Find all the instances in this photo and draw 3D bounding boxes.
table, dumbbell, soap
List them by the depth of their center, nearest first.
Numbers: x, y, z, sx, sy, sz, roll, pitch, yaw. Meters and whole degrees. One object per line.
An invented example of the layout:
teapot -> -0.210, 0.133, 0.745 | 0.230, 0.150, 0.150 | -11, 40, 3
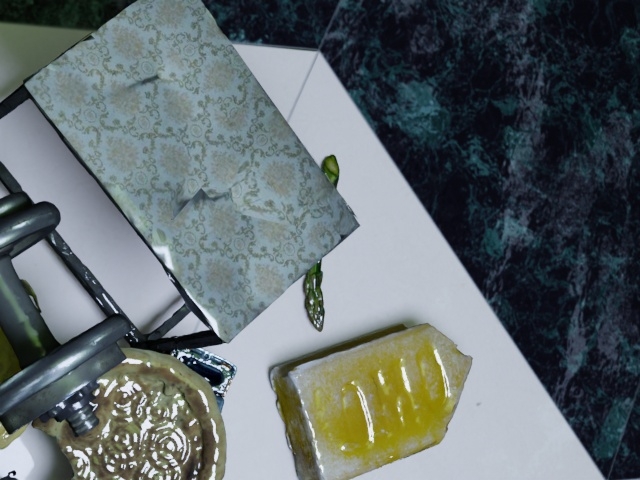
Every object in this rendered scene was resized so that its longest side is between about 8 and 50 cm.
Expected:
dumbbell -> -0.314, 0.073, 1.353 | 0.192, 0.192, 0.290 | -32, 92, -26
table -> -0.186, -0.070, 1.476 | 0.222, 0.272, 0.335 | -42, 104, -28
soap -> 0.077, 0.202, 1.700 | 0.258, 0.080, 0.160 | -17, 94, -27

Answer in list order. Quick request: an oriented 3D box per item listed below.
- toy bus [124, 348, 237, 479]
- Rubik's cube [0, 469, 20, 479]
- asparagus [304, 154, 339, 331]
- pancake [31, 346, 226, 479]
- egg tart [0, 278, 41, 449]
toy bus -> -0.174, 0.215, 1.554 | 0.091, 0.103, 0.182 | 25, 78, -10
Rubik's cube -> -0.313, 0.488, 1.311 | 0.359, 0.362, 0.363 | -39, 103, -25
asparagus -> 0.000, 0.000, 1.710 | 0.034, 0.027, 0.236 | 9, 80, -15
pancake -> -0.209, 0.232, 1.473 | 0.212, 0.029, 0.235 | -20, 96, -10
egg tart -> -0.434, 0.126, 1.440 | 0.279, 0.095, 0.278 | 6, 77, -26
